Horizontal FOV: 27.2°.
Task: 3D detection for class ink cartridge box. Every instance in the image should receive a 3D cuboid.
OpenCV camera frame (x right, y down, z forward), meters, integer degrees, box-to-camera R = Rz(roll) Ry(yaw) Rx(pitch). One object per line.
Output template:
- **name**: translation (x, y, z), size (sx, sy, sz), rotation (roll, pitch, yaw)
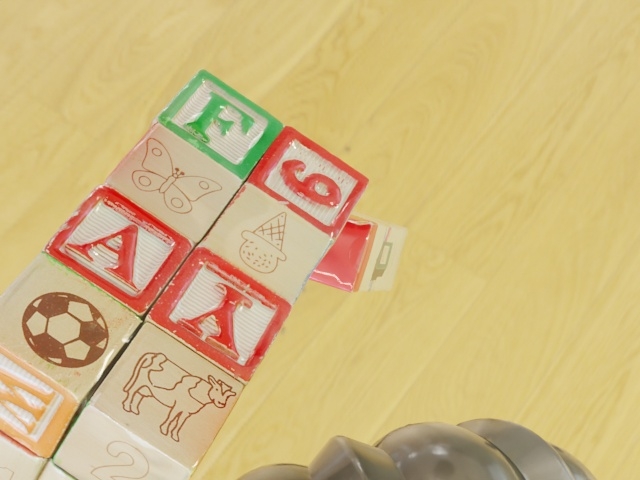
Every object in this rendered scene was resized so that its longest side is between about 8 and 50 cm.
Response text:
- **ink cartridge box**: translation (0.000, 0.000, 1.397), size (0.134, 0.231, 0.078), rotation (17, 93, 16)

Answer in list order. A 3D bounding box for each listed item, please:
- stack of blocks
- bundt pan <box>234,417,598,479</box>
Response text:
- **stack of blocks**: translation (-0.107, 0.086, 0.588), size (0.087, 0.297, 0.171), rotation (34, 45, -2)
- **bundt pan**: translation (0.020, 0.202, 0.723), size (0.331, 0.331, 0.124), rotation (-13, 60, -12)
